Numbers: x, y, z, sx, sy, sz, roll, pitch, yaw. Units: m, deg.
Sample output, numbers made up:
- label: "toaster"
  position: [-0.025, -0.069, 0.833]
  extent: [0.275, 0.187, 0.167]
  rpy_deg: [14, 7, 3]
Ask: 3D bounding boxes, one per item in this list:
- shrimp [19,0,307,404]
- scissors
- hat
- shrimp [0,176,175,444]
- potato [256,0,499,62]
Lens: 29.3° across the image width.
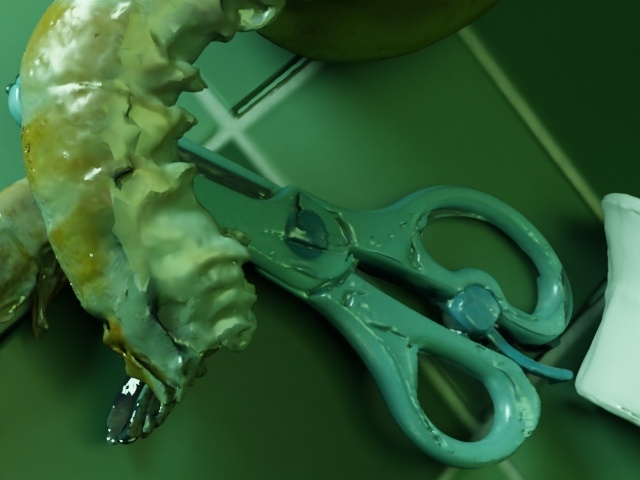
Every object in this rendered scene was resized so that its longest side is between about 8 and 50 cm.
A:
- label: "shrimp"
  position: [-0.050, -0.078, 0.622]
  extent: [0.185, 0.068, 0.287]
  rpy_deg: [39, 84, -11]
- label: "scissors"
  position: [0.000, 0.000, 0.714]
  extent: [0.393, 0.032, 0.180]
  rpy_deg: [29, 58, -21]
- label: "hat"
  position: [0.237, 0.067, 0.768]
  extent: [0.203, 0.203, 0.126]
  rpy_deg: [29, 90, -18]
- label: "shrimp"
  position: [-0.151, 0.053, 0.638]
  extent: [0.219, 0.046, 0.152]
  rpy_deg: [-36, 93, -36]
- label: "potato"
  position: [0.029, -0.205, 0.720]
  extent: [0.228, 0.148, 0.197]
  rpy_deg: [-48, 114, -20]
